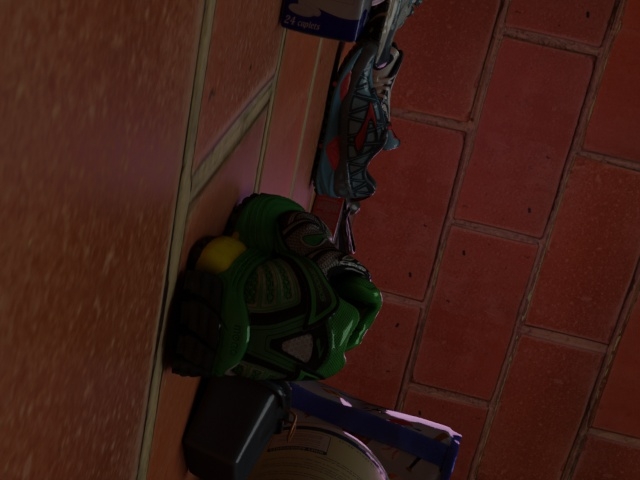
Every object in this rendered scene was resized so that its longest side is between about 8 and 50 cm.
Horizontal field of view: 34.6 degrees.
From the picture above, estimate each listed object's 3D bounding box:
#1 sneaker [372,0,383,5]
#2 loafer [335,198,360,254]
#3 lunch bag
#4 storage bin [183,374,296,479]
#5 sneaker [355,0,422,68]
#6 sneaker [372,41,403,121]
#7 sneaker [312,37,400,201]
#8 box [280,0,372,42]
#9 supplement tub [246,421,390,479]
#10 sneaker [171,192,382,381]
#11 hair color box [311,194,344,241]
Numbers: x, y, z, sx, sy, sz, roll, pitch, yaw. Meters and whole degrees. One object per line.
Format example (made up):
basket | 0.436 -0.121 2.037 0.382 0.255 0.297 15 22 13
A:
sneaker | 0.094 -0.425 1.236 0.123 0.106 0.290 -72 176 -78
loafer | 0.044 -0.067 2.005 0.267 0.084 0.096 99 6 -52
lunch bag | 0.051 0.373 1.720 0.385 0.328 0.239 95 17 -62
storage bin | -0.080 0.184 0.987 0.135 0.098 0.091 97 18 -62
sneaker | 0.139 -0.408 1.634 0.110 0.122 0.283 31 -71 62
sneaker | 0.103 -0.306 1.975 0.153 0.094 0.235 96 8 -55
sneaker | 0.071 -0.188 1.628 0.104 0.125 0.262 -70 173 -67
box | 0.019 -0.264 0.941 0.126 0.072 0.137 -70 172 -68
supplement tub | -0.033 0.365 1.173 0.325 0.235 0.235 -57 161 -79
sneaker | -0.022 0.051 0.886 0.343 0.146 0.134 -66 169 -75
hair color box | 0.000 0.000 1.822 0.093 0.053 0.167 98 7 -64
